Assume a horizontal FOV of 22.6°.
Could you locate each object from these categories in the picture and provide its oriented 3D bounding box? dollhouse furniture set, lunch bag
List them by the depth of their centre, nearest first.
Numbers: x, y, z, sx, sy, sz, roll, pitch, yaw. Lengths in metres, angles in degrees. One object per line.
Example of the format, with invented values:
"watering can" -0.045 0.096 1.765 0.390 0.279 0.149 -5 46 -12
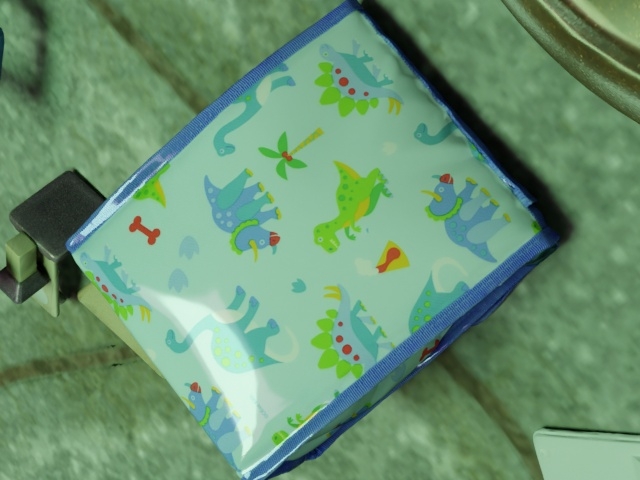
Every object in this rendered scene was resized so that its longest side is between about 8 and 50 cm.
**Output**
"lunch bag" 0.000 0.000 0.634 0.151 0.096 0.129 -43 79 18
"dollhouse furniture set" -0.121 0.046 0.796 0.114 0.091 0.081 41 151 16

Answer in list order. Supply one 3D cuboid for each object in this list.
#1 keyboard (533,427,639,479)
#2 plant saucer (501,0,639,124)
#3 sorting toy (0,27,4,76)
"keyboard" 0.148 0.195 0.664 0.072 0.014 0.256 1 113 49
"plant saucer" 0.133 -0.148 0.452 0.311 0.050 0.310 23 128 33
"sorting toy" -0.269 -0.158 0.841 0.348 0.047 0.196 20 121 36
